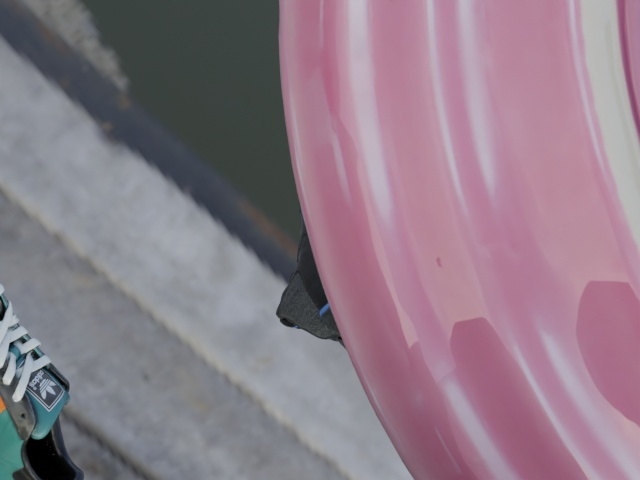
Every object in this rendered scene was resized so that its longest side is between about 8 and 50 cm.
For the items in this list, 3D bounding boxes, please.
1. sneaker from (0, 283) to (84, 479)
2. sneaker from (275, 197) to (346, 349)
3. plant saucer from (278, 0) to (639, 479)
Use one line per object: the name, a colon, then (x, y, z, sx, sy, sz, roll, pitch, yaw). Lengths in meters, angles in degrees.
sneaker: (-0.304, 0.123, 1.838, 0.108, 0.121, 0.302, -54, 139, -49)
sneaker: (0.000, 0.000, 1.391, 0.079, 0.121, 0.217, 24, 20, -27)
plant saucer: (0.126, -0.032, 0.639, 0.332, 0.084, 0.332, 20, 63, -45)
